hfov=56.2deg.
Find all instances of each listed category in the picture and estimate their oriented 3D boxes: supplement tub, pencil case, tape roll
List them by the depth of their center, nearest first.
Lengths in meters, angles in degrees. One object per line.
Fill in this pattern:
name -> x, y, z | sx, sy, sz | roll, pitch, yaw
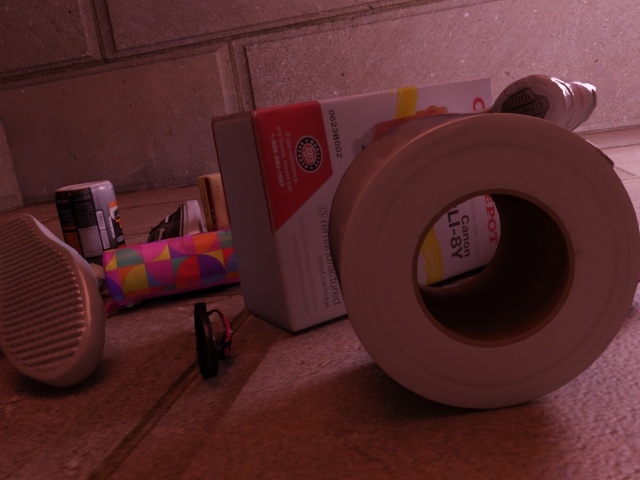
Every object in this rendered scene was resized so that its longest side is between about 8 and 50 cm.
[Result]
tape roll -> 0.132, 0.006, 0.553 | 0.246, 0.246, 0.169 | -9, 12, 0
pencil case -> -0.239, 0.047, 0.991 | 0.236, 0.104, 0.104 | -14, 13, -14
supplement tub -> -0.471, -0.022, 1.240 | 0.117, 0.190, 0.117 | -8, 13, 2

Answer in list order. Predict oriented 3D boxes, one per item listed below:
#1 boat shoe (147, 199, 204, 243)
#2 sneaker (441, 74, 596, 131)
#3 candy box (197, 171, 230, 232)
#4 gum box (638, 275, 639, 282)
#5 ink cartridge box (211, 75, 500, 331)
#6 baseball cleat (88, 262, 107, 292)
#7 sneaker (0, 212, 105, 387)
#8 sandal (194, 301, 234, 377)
boat shoe -> -0.294, -0.009, 1.218 | 0.119, 0.121, 0.335 | -14, 11, -10
sneaker -> 0.223, -0.125, 0.710 | 0.115, 0.090, 0.232 | -12, 0, -29
candy box -> -0.060, -0.061, 1.149 | 0.316, 0.183, 0.087 | -14, 13, -24
gum box -> 0.296, -0.012, 0.698 | 0.107, 0.188, 0.062 | -19, -19, -35
ink cartridge box -> 0.071, -0.069, 0.856 | 0.385, 0.279, 0.160 | -15, 12, -27
baseball cleat -> -0.477, 0.078, 1.071 | 0.206, 0.072, 0.109 | -7, 18, 25
sneaker -> -0.344, 0.084, 0.817 | 0.135, 0.150, 0.366 | -44, 44, -5
sandal -> -0.125, 0.108, 0.702 | 0.040, 0.067, 0.179 | 0, 7, -14
